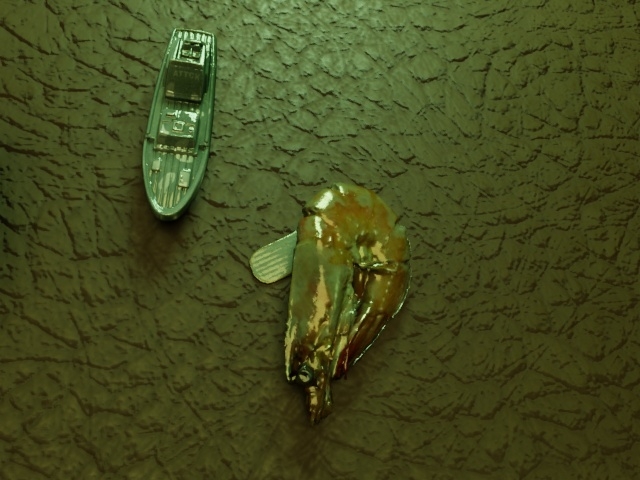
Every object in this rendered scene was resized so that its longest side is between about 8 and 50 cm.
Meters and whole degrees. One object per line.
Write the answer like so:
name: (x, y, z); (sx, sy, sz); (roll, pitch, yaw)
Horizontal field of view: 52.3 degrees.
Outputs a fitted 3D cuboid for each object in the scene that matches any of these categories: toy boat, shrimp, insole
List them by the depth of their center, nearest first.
shrimp: (0.028, 0.068, 0.747); (0.154, 0.062, 0.294); (21, 68, -15)
toy boat: (-0.167, -0.144, 0.777); (0.078, 0.085, 0.261); (7, 68, -9)
insole: (0.000, 0.000, 0.797); (0.188, 0.004, 0.064); (-25, 74, -19)
